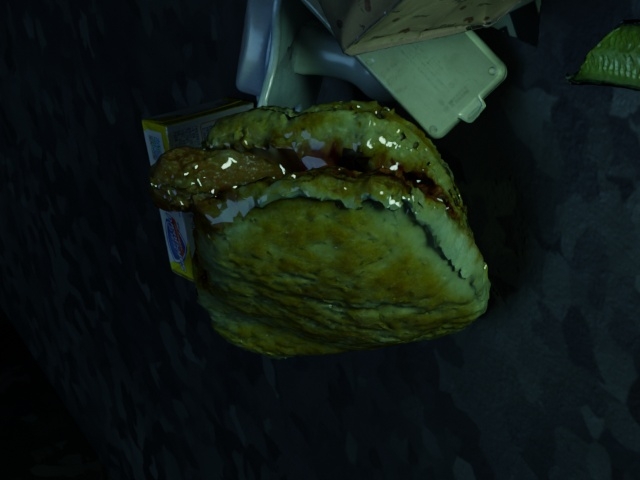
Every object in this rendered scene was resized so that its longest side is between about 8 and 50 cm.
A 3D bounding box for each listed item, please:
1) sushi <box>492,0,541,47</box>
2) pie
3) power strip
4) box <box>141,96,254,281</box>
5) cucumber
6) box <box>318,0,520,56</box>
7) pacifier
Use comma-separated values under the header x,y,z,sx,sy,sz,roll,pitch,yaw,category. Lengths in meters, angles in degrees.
x,y,z,sx,sy,sz,roll,pitch,yaw,category
0.153,-0.346,1.343,0.231,0.047,0.219,38,138,45,sushi
0.017,0.014,1.506,0.395,0.180,0.418,0,142,18,pie
0.089,-0.240,1.385,0.118,0.046,0.270,-44,87,17,power strip
-0.174,-0.083,1.959,0.097,0.168,0.265,18,124,54,box
0.320,-0.176,1.158,0.220,0.046,0.070,19,121,54,cucumber
0.138,-0.333,1.143,0.297,0.225,0.190,-32,78,50,box
0.020,-0.238,1.538,0.233,0.244,0.299,19,115,19,pacifier
